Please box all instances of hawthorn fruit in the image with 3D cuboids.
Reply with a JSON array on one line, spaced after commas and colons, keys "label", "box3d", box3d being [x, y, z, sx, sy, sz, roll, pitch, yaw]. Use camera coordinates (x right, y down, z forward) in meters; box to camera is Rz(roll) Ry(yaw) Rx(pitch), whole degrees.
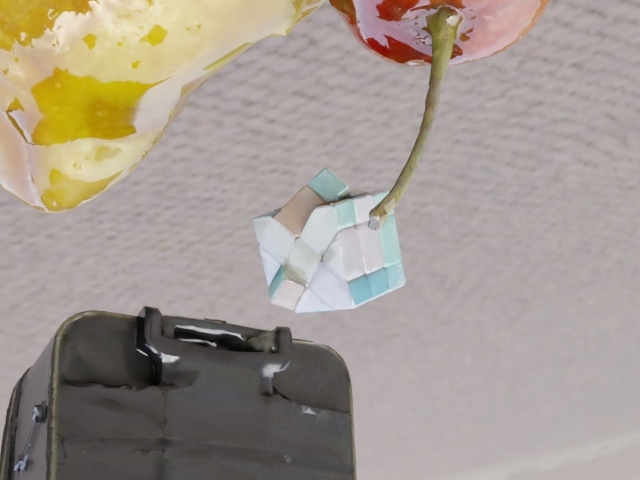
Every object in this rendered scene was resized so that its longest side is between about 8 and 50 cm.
[{"label": "hawthorn fruit", "box3d": [0.065, -0.135, 0.800, 0.165, 0.286, 0.165, 0, 143, 0]}]

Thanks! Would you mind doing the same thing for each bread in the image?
[{"label": "bread", "box3d": [-0.181, -0.226, 1.078, 0.361, 0.394, 0.250, -40, 131, -13]}]

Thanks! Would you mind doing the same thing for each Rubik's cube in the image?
[{"label": "Rubik's cube", "box3d": [0.002, 0.002, 0.845, 0.073, 0.084, 0.075, -9, 171, 37]}]

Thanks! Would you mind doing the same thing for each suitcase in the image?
[{"label": "suitcase", "box3d": [-0.104, 0.268, 1.092, 0.283, 0.434, 0.194, 9, 152, -23]}]
